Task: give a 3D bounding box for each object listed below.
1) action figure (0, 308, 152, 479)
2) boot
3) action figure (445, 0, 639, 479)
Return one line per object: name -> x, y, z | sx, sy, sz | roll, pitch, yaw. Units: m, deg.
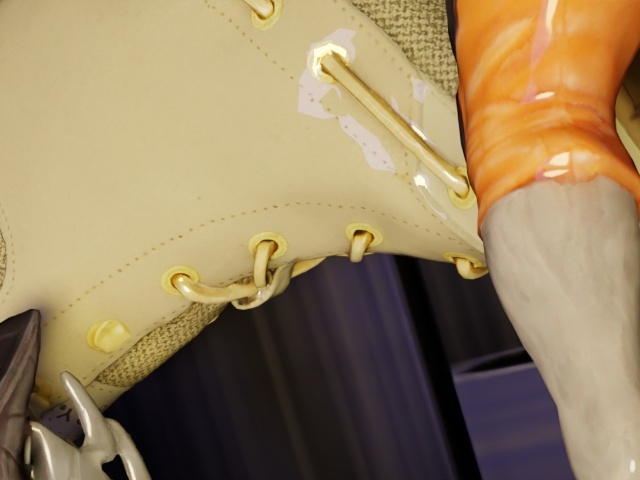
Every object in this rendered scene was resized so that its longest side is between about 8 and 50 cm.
action figure -> -0.023, 0.154, 0.541 | 0.185, 0.099, 0.285 | -29, 119, 34
boot -> 0.000, 0.000, 0.527 | 0.203, 0.095, 0.262 | -45, 78, 20
action figure -> 0.119, -0.136, 0.380 | 0.341, 0.178, 0.330 | -23, 83, 5
